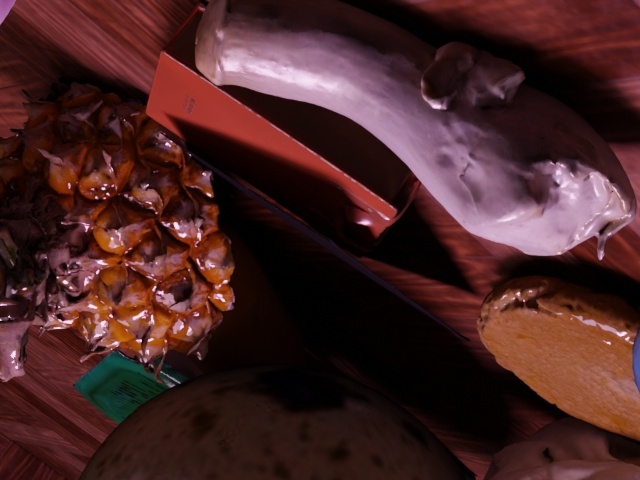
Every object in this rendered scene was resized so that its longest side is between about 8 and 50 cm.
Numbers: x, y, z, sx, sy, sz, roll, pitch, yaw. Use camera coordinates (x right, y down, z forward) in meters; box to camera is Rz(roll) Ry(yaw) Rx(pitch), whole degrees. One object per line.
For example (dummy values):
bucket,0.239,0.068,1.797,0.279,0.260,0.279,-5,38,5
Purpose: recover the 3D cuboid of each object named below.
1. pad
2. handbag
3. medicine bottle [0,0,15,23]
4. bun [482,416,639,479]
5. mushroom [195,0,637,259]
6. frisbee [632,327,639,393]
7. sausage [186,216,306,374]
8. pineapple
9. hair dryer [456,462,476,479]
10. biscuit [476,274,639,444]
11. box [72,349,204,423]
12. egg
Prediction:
pad,0.000,0.000,1.248,0.170,0.006,0.245,32,179,34
handbag,-0.024,-0.070,1.167,0.190,0.062,0.127,34,161,-1
medicine bottle,-0.326,-0.229,0.920,0.256,0.256,0.325,15,159,39
bun,0.224,0.213,1.338,0.231,0.231,0.133,20,120,29
mushroom,0.053,-0.074,0.990,0.278,0.096,0.099,31,160,12
frisbee,0.327,0.122,1.064,0.290,0.049,0.289,20,152,11
sausage,-0.071,0.083,1.553,0.112,0.112,0.328,20,160,28
pineapple,-0.241,0.035,1.310,0.262,0.272,0.262,26,131,34
hair dryer,0.112,0.223,1.762,0.079,0.031,0.083,33,177,-34
biscuit,0.213,0.089,1.231,0.226,0.042,0.226,27,161,10
box,-0.107,0.168,1.817,0.264,0.106,0.337,34,162,-8
egg,-0.026,0.277,1.450,0.345,0.345,0.428,18,-178,34
